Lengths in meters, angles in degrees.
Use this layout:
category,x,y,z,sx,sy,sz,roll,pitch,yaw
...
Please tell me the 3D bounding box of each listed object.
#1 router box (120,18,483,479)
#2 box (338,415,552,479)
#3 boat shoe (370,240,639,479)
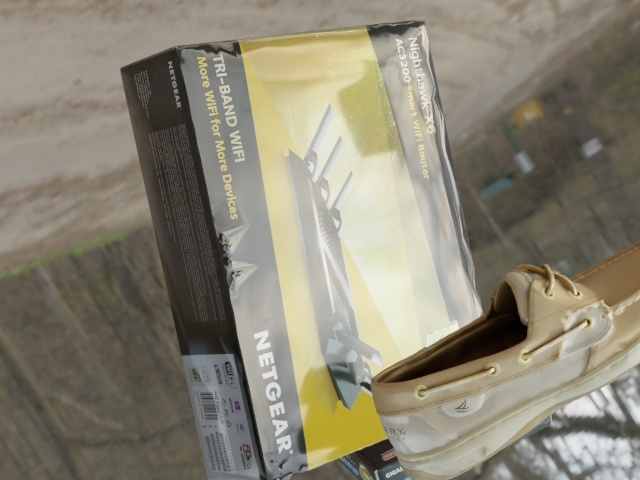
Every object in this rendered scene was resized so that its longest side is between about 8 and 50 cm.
category,x,y,z,sx,sy,sz,roll,pitch,yaw
router box,0.000,0.000,0.945,0.242,0.309,0.081,-15,-175,-40
box,0.123,0.201,1.425,0.220,0.051,0.175,-23,-157,-16
boat shoe,0.098,0.041,0.569,0.170,0.059,0.063,-34,-164,-11
